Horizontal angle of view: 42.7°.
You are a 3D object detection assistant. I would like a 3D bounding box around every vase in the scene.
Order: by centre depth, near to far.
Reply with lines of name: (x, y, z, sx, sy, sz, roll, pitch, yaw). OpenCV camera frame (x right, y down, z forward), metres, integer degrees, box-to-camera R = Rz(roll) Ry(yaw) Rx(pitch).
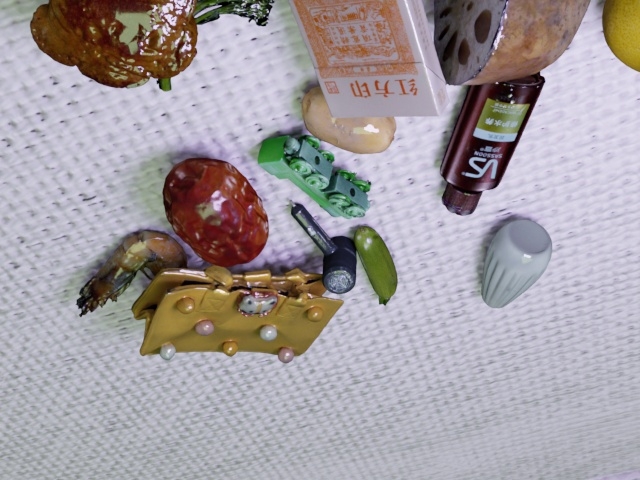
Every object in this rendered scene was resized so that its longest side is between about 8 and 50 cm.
vase: (0.411, 0.061, 1.770, 0.128, 0.128, 0.248, 2, 146, -7)

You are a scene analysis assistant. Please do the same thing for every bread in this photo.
bread: (-0.290, -0.352, 1.214, 0.246, 0.135, 0.232, 18, 122, -4)

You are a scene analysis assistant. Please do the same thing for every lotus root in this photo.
lotus root: (0.289, -0.353, 1.225, 0.192, 0.272, 0.272, 1, 138, -23)

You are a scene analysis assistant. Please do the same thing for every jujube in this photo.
jujube: (-0.196, -0.053, 1.550, 0.174, 0.174, 0.250, -20, 142, 16)

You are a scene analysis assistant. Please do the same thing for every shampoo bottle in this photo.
shampoo bottle: (0.302, -0.181, 1.521, 0.129, 0.084, 0.323, 7, 136, -8)

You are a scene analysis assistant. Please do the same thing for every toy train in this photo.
toy train: (-0.004, -0.116, 1.561, 0.119, 0.085, 0.251, -4, 150, 38)

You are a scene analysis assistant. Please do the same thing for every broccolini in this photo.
broccolini: (-0.173, -0.336, 1.325, 0.123, 0.062, 0.271, 33, 121, -16)

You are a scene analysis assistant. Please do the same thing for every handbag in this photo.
handbag: (-0.178, 0.154, 1.734, 0.401, 0.133, 0.283, 6, 145, -26)

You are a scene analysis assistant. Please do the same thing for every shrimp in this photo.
shrimp: (-0.396, 0.084, 1.760, 0.178, 0.075, 0.289, 31, 113, -36)

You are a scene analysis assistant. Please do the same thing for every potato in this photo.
potato: (0.049, -0.215, 1.444, 0.178, 0.118, 0.109, 17, 99, -5)

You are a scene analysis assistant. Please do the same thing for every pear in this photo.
pear: (0.541, -0.363, 1.261, 0.208, 0.209, 0.209, -3, 137, -3)

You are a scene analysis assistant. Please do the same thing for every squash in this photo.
squash: (0.128, 0.057, 1.775, 0.066, 0.066, 0.252, -15, 138, 10)

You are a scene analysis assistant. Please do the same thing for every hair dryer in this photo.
hair dryer: (0.000, 0.000, 1.679, 0.071, 0.124, 0.219, -28, 116, 20)

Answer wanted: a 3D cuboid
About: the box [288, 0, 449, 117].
box: (0.049, -0.343, 1.193, 0.204, 0.051, 0.365, 5, 134, 36)
